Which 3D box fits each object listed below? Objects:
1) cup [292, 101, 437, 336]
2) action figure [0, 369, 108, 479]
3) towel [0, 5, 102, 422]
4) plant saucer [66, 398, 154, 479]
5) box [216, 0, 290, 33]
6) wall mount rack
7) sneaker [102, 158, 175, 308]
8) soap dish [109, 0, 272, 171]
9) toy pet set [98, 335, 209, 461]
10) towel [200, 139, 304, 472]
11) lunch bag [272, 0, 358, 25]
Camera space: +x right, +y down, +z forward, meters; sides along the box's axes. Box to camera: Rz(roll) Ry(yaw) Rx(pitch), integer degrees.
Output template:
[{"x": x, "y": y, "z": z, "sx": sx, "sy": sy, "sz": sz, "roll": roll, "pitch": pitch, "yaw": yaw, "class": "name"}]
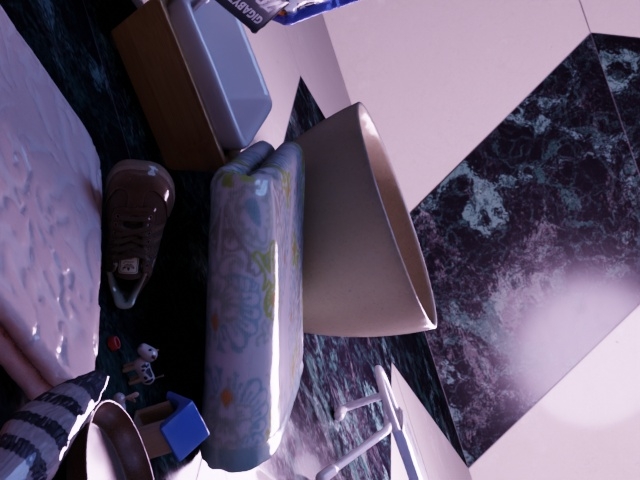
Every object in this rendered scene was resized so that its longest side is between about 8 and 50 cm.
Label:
[{"x": 0.000, "y": 0.000, "z": 1.756, "sx": 0.331, "sy": 0.237, "sz": 0.331, "roll": -18, "pitch": 90, "yaw": -82, "class": "cup"}, {"x": -0.225, "y": 0.111, "z": 0.646, "sx": 0.330, "sy": 0.178, "sz": 0.341, "roll": -102, "pitch": 174, "yaw": -80, "class": "action figure"}, {"x": -0.268, "y": -0.059, "z": 1.023, "sx": 0.332, "sy": 0.053, "sz": 0.317, "roll": -98, "pitch": 164, "yaw": -47, "class": "towel"}, {"x": -0.175, "y": 0.218, "z": 1.052, "sx": 0.168, "sy": 0.029, "sz": 0.168, "roll": -13, "pitch": 90, "yaw": -82, "class": "plant saucer"}, {"x": -0.194, "y": -0.426, "z": 1.549, "sx": 0.295, "sy": 0.073, "sz": 0.293, "roll": 29, "pitch": 26, "yaw": -57, "class": "box"}, {"x": 0.094, "y": 0.383, "z": 1.921, "sx": 0.304, "sy": 0.130, "sz": 0.350, "roll": -72, "pitch": 142, "yaw": -78, "class": "wall mount rack"}, {"x": -0.174, "y": -0.002, "z": 1.198, "sx": 0.188, "sy": 0.066, "sz": 0.071, "roll": 107, "pitch": -18, "yaw": -57, "class": "sneaker"}, {"x": -0.164, "y": -0.223, "z": 1.640, "sx": 0.291, "sy": 0.118, "sz": 0.229, "roll": -76, "pitch": 146, "yaw": -71, "class": "soap dish"}, {"x": -0.157, "y": 0.154, "z": 1.180, "sx": 0.122, "sy": 0.065, "sz": 0.114, "roll": -87, "pitch": 156, "yaw": -62, "class": "toy pet set"}, {"x": -0.076, "y": 0.057, "z": 1.455, "sx": 0.374, "sy": 0.090, "sz": 0.321, "roll": -69, "pitch": 159, "yaw": -78, "class": "towel"}, {"x": -0.101, "y": -0.546, "z": 2.033, "sx": 0.385, "sy": 0.239, "sz": 0.328, "roll": 34, "pitch": -41, "yaw": 55, "class": "lunch bag"}]
